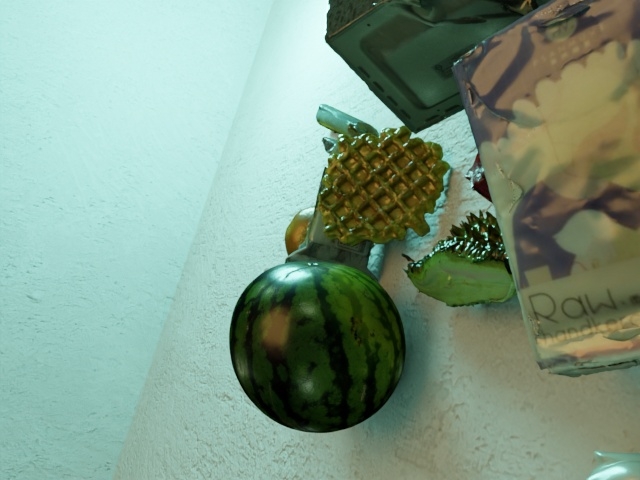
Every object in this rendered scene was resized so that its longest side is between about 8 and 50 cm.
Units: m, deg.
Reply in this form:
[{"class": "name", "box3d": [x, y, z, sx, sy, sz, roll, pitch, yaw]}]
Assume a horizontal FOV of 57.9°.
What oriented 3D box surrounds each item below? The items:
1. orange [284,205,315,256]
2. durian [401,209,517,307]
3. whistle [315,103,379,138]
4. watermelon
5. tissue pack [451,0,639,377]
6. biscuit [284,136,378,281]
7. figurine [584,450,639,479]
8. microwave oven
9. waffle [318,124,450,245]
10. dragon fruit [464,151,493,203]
[{"class": "orange", "box3d": [0.000, 0.000, 1.255, 0.134, 0.155, 0.154, 36, -108, -73]}, {"class": "durian", "box3d": [0.208, 0.031, 0.812, 0.375, 0.107, 0.132, 161, 88, -79]}, {"class": "whistle", "box3d": [0.057, -0.293, 1.457, 0.057, 0.068, 0.326, -55, 25, 7]}, {"class": "watermelon", "box3d": [-0.005, 0.168, 0.944, 0.285, 0.285, 0.285, -46, 33, 42]}, {"class": "tissue pack", "box3d": [0.287, -0.063, 0.538, 0.242, 0.125, 0.343, -22, 76, 40]}, {"class": "biscuit", "box3d": [0.051, -0.063, 1.159, 0.079, 0.186, 0.309, 86, -163, -74]}, {"class": "figurine", "box3d": [0.280, 0.239, 0.525, 0.153, 0.132, 0.132, -47, 30, 17]}, {"class": "microwave oven", "box3d": [0.246, -0.404, 0.810, 0.432, 0.236, 0.374, -23, 49, 35]}, {"class": "waffle", "box3d": [0.110, -0.103, 1.062, 0.238, 0.059, 0.243, 5, 74, 26]}, {"class": "dragon fruit", "box3d": [0.319, -0.142, 0.739, 0.262, 0.134, 0.211, -39, 23, 22]}]
